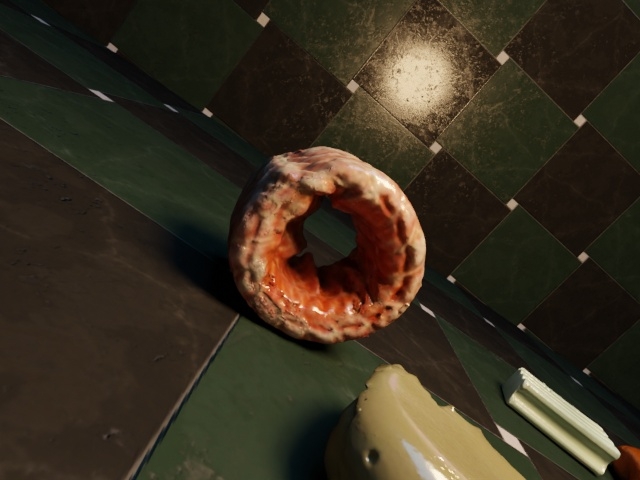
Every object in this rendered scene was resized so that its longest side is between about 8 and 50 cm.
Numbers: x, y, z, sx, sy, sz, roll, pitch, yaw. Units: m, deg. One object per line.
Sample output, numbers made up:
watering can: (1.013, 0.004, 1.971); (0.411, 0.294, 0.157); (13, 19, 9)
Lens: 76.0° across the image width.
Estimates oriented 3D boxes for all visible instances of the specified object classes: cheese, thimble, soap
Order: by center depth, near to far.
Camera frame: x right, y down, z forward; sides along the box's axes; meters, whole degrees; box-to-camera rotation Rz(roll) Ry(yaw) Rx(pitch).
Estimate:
cheese: (0.096, 0.200, 0.320); (0.203, 0.091, 0.175); (40, 12, 16)
thimble: (0.000, 0.000, 0.527); (0.239, 0.239, 0.162); (32, 12, -16)
soap: (0.474, 0.355, 0.827); (0.198, 0.066, 0.119); (38, 10, 15)

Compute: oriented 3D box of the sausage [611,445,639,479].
sausage: (0.612, 0.460, 0.728); (0.097, 0.094, 0.348); (44, 13, 20)
